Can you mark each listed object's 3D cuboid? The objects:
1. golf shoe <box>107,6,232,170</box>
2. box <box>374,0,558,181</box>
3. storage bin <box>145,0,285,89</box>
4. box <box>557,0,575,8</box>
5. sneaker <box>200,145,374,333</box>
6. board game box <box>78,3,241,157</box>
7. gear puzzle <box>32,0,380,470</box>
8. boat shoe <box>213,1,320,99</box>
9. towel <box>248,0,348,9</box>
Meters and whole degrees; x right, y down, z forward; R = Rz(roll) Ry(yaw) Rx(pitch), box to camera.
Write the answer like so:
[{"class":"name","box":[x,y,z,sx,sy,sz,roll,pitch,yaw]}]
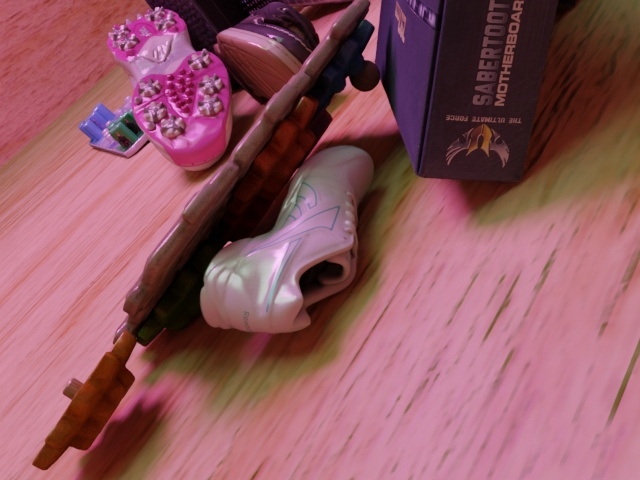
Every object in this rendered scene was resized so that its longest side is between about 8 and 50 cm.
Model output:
[{"class":"golf shoe","box":[-0.161,-0.160,0.865,0.115,0.140,0.306,-23,45,-6]},{"class":"box","box":[0.077,-0.161,0.423,0.059,0.183,0.232,2,28,-3]},{"class":"storage bin","box":[-0.129,-0.303,0.965,0.084,0.180,0.122,-8,38,51]},{"class":"box","box":[0.114,-0.262,0.549,0.045,0.184,0.191,-10,18,-18]},{"class":"sneaker","box":[0.000,0.000,0.410,0.061,0.053,0.152,11,45,30]},{"class":"board game box","box":[-0.257,-0.313,1.281,0.390,0.050,0.390,-50,25,-10]},{"class":"gear puzzle","box":[-0.059,-0.003,0.459,0.339,0.044,0.175,-56,4,-28]},{"class":"boat shoe","box":[-0.047,-0.204,0.774,0.092,0.103,0.285,-45,18,-2]},{"class":"towel","box":[-0.060,-0.424,0.969,0.284,0.235,0.121,17,71,51]}]
